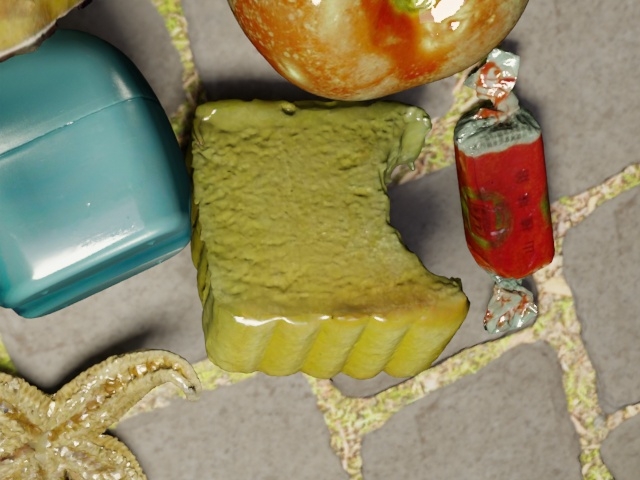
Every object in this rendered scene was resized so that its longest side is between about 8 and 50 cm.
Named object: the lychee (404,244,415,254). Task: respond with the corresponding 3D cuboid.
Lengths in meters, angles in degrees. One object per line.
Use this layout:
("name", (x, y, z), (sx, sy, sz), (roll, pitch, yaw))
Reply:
("lychee", (0.038, 0.063, 1.793), (0.114, 0.114, 0.146), (42, 77, -29))

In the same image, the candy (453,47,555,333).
("candy", (0.171, -0.041, 1.819), (0.086, 0.059, 0.292), (-17, 119, -12))

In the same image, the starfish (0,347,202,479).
("starfish", (-0.245, 0.194, 1.771), (0.375, 0.094, 0.327), (33, 111, -34))

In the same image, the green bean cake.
("green bean cake", (0.000, 0.000, 1.684), (0.233, 0.236, 0.124), (-1, 148, -14))

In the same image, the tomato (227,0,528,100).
("tomato", (0.041, -0.255, 1.589), (0.270, 0.222, 0.270), (-17, 138, -16))

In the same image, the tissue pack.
("tissue pack", (-0.214, -0.060, 1.559), (0.198, 0.287, 0.206), (-24, 88, -3))

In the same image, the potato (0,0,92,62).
("potato", (-0.311, -0.233, 1.453), (0.247, 0.299, 0.196), (-5, 113, 20))
